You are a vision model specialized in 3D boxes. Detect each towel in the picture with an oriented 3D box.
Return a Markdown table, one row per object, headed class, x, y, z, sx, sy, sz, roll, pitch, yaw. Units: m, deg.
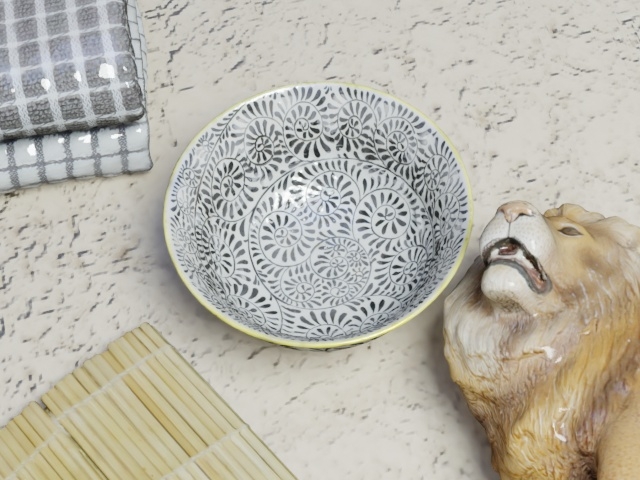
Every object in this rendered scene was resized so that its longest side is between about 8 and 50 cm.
| class | x | y | z | sx | sy | sz | roll | pitch | yaw |
| --- | --- | --- | --- | --- | --- | --- | --- | --- | --- |
| towel | -0.236 | -0.163 | 0.806 | 0.235 | 0.121 | 0.284 | -11 | 59 | -4 |

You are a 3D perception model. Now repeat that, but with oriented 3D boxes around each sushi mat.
| class | x | y | z | sx | sy | sz | roll | pitch | yaw |
| --- | --- | --- | --- | --- | --- | --- | --- | --- | --- |
| sushi mat | -0.051 | 0.188 | 0.647 | 0.151 | 0.019 | 0.316 | -39 | 64 | -17 |

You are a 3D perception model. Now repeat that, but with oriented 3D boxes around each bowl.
| class | x | y | z | sx | sy | sz | roll | pitch | yaw |
| --- | --- | --- | --- | --- | --- | --- | --- | --- | --- |
| bowl | 0.000 | 0.000 | 0.719 | 0.170 | 0.080 | 0.170 | -1 | 60 | 2 |

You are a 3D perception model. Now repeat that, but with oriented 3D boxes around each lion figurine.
| class | x | y | z | sx | sy | sz | roll | pitch | yaw |
| --- | --- | --- | --- | --- | --- | --- | --- | --- | --- |
| lion figurine | 0.229 | 0.111 | 0.586 | 0.392 | 0.142 | 0.240 | 16 | 47 | 18 |
